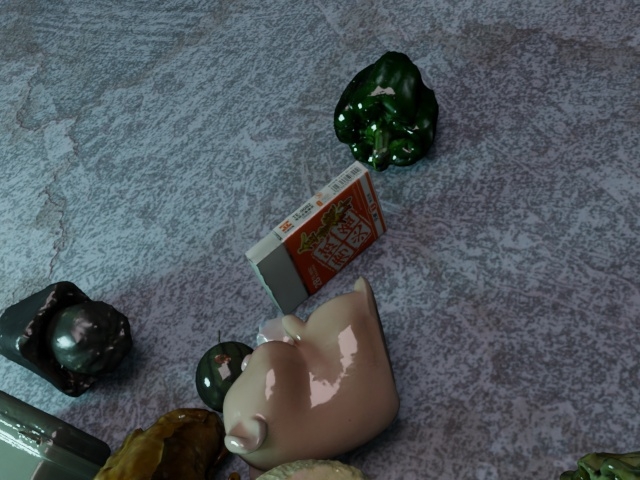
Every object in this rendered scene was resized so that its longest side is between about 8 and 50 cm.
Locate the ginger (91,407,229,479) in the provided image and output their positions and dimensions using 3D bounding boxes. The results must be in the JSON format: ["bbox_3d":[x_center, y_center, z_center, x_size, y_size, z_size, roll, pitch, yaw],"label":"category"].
[{"bbox_3d":[-0.216,0.346,1.058,0.165,0.172,0.321,-40,29,41],"label":"ginger"}]

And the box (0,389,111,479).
[{"bbox_3d":[-0.430,0.315,1.192,0.210,0.148,0.129,15,68,32],"label":"box"}]

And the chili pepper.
[{"bbox_3d":[0.105,-0.202,1.382,0.165,0.173,0.261,1,46,28],"label":"chili pepper"}]

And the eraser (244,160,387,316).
[{"bbox_3d":[0.000,0.000,1.271,0.230,0.157,0.038,-40,53,-13],"label":"eraser"}]

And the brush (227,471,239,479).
[{"bbox_3d":[-0.131,0.396,1.099,0.043,0.014,0.169,-8,49,20],"label":"brush"}]

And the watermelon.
[{"bbox_3d":[-0.136,0.192,1.200,0.105,0.105,0.133,-22,59,3],"label":"watermelon"}]

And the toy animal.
[{"bbox_3d":[-0.015,0.190,1.096,0.256,0.195,0.212,-23,57,-3],"label":"toy animal"}]

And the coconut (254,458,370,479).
[{"bbox_3d":[-0.028,0.390,0.930,0.239,0.244,0.239,17,44,-17],"label":"coconut"}]

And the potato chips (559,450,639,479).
[{"bbox_3d":[0.459,0.243,0.807,0.430,0.358,0.070,4,77,-9],"label":"potato chips"}]

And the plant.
[{"bbox_3d":[-0.417,0.158,1.305,0.256,0.164,0.141,-3,47,37],"label":"plant"}]
